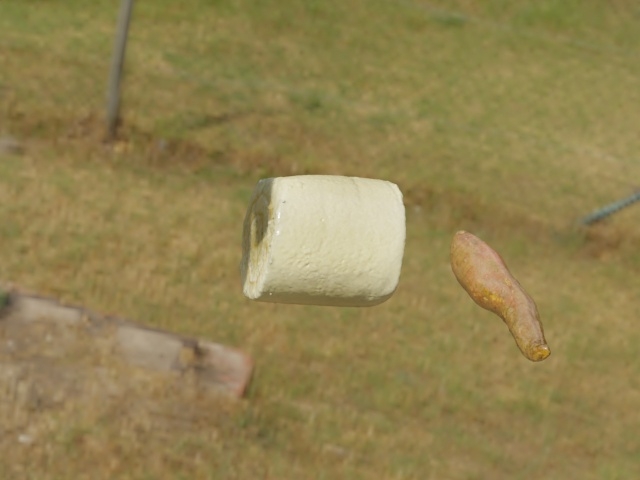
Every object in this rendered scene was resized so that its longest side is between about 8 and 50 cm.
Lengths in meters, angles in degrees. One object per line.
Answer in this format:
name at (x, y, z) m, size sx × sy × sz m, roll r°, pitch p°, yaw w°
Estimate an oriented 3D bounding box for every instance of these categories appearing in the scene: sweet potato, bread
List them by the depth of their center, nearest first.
sweet potato at (0.176, 0.059, 1.478) m, size 0.050 × 0.050 × 0.214 m, roll 1°, pitch 31°, yaw -23°
bread at (0.000, 0.000, 1.548) m, size 0.141 × 0.134 × 0.148 m, roll 4°, pitch -14°, yaw -17°
